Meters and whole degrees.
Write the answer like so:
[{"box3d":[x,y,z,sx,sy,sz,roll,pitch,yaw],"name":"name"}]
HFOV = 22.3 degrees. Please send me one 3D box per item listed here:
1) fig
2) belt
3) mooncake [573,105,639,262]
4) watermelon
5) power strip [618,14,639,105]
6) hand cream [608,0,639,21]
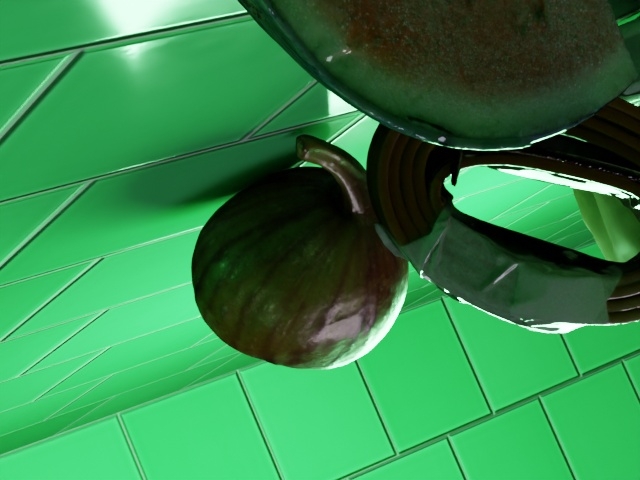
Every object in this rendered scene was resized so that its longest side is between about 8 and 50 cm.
[{"box3d":[0.003,0.003,1.300,0.175,0.175,0.207,-14,149,-50],"name":"fig"},{"box3d":[0.163,-0.026,1.209,0.261,0.184,0.105,11,-176,-4],"name":"belt"},{"box3d":[0.408,-0.115,1.527,0.378,0.200,0.378,-23,177,-1],"name":"mooncake"},{"box3d":[0.043,-0.098,0.730,0.231,0.146,0.128,-21,172,-34],"name":"watermelon"},{"box3d":[0.296,-0.153,1.249,0.194,0.059,0.265,-20,178,40],"name":"power strip"},{"box3d":[0.185,-0.156,1.181,0.216,0.038,0.052,-23,-160,-32],"name":"hand cream"}]
